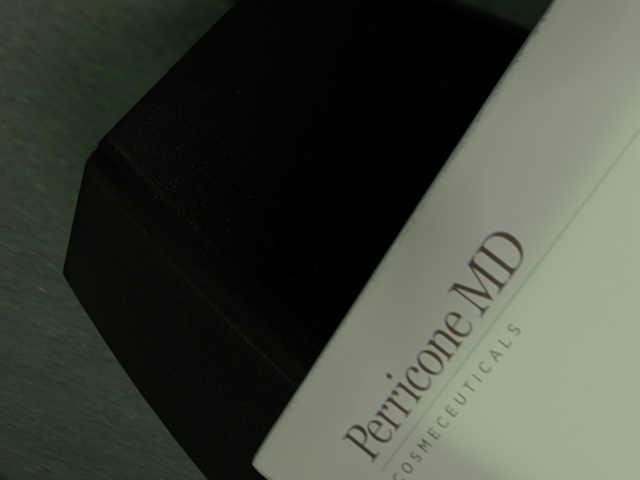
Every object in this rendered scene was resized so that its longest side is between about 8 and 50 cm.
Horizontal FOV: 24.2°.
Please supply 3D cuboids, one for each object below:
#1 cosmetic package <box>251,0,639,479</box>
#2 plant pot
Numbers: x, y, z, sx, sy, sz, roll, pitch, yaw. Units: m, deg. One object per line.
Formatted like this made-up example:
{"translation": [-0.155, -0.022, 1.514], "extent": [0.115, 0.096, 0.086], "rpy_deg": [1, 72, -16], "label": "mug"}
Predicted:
{"translation": [0.185, 0.002, 0.304], "extent": [0.284, 0.097, 0.377], "rpy_deg": [37, 128, 6], "label": "cosmetic package"}
{"translation": [0.000, 0.000, 0.616], "extent": [0.167, 0.187, 0.188], "rpy_deg": [38, 154, 3], "label": "plant pot"}
